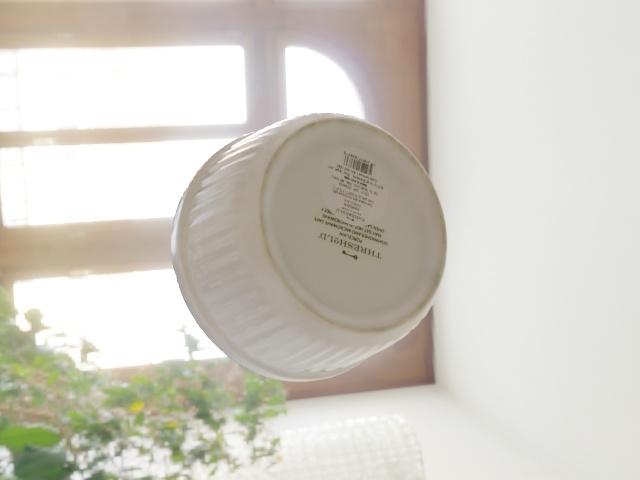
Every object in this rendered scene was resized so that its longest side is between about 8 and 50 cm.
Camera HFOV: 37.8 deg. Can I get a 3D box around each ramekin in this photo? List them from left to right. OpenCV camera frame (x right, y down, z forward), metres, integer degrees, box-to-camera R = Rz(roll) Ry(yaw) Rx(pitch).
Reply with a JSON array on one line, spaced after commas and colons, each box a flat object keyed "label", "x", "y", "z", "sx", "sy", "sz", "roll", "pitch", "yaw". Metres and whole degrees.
[{"label": "ramekin", "x": 0.000, "y": 0.000, "z": 0.719, "sx": 0.109, "sy": 0.207, "sz": 0.207, "roll": -26, "pitch": -112, "yaw": 57}]
